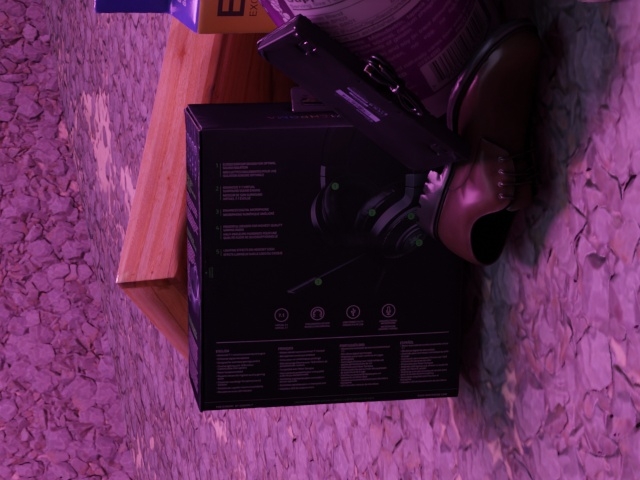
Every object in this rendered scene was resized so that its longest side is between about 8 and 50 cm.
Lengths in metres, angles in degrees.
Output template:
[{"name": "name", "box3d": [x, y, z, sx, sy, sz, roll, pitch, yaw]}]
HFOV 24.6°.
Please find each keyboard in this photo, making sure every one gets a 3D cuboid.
[{"name": "keyboard", "box3d": [0.042, -0.117, 1.162, 0.108, 0.180, 0.023, -13, 46, 62]}]

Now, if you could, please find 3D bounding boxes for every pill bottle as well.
[{"name": "pill bottle", "box3d": [0.021, -0.237, 1.178, 0.301, 0.169, 0.169, 51, -168, -48]}]

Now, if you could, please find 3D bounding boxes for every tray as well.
[{"name": "tray", "box3d": [-0.108, -0.084, 1.587, 0.203, 0.076, 0.411, 57, -147, -51]}]

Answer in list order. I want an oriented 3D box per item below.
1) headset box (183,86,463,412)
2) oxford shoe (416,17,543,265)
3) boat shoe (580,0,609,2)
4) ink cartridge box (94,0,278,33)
[{"name": "headset box", "box3d": [0.000, 0.000, 1.359, 0.131, 0.246, 0.283, -126, 35, -72]}, {"name": "oxford shoe", "box3d": [0.153, -0.076, 1.210, 0.096, 0.083, 0.227, 44, 140, 37]}, {"name": "boat shoe", "box3d": [0.129, -0.316, 1.140, 0.127, 0.113, 0.340, 114, 146, -54]}, {"name": "ink cartridge box", "box3d": [-0.042, -0.336, 1.327, 0.072, 0.307, 0.303, -124, 35, -51]}]
